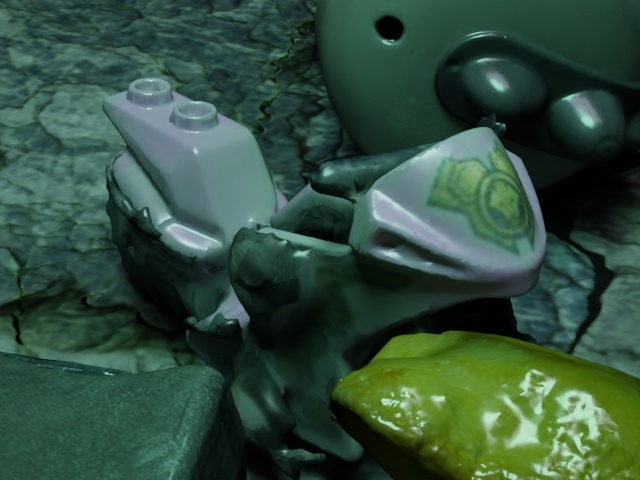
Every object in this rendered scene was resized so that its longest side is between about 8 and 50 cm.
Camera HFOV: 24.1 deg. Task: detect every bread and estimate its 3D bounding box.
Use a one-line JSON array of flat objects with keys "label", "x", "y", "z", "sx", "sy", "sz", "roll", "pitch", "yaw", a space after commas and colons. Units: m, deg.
[{"label": "bread", "x": 0.112, "y": 0.100, "z": 0.574, "sx": 0.233, "sy": 0.161, "sz": 0.088, "roll": 25, "pitch": 76, "yaw": 1}]

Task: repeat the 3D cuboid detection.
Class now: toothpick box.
[{"label": "toothpick box", "x": 0.105, "y": -0.152, "z": 0.951, "sx": 0.229, "sy": 0.229, "sz": 0.316, "roll": -3, "pitch": 34, "yaw": -3}]

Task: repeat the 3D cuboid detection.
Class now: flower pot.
[{"label": "flower pot", "x": -0.150, "y": 0.114, "z": 0.658, "sx": 0.229, "sy": 0.103, "sz": 0.108, "roll": 5, "pitch": 35, "yaw": 11}]

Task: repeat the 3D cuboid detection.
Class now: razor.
[{"label": "razor", "x": 0.182, "y": -0.074, "z": 0.984, "sx": 0.044, "sy": 0.028, "sz": 0.154, "roll": -26, "pitch": 31, "yaw": 4}]

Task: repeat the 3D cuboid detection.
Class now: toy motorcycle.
[{"label": "toy motorcycle", "x": 0.000, "y": 0.000, "z": 0.745, "sx": 0.143, "sy": 0.188, "sz": 0.327, "roll": -20, "pitch": 38, "yaw": -38}]

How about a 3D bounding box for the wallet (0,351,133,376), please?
[{"label": "wallet", "x": -0.164, "y": 0.087, "z": 0.764, "sx": 0.129, "sy": 0.026, "sz": 0.088, "roll": 6, "pitch": 35, "yaw": 11}]
